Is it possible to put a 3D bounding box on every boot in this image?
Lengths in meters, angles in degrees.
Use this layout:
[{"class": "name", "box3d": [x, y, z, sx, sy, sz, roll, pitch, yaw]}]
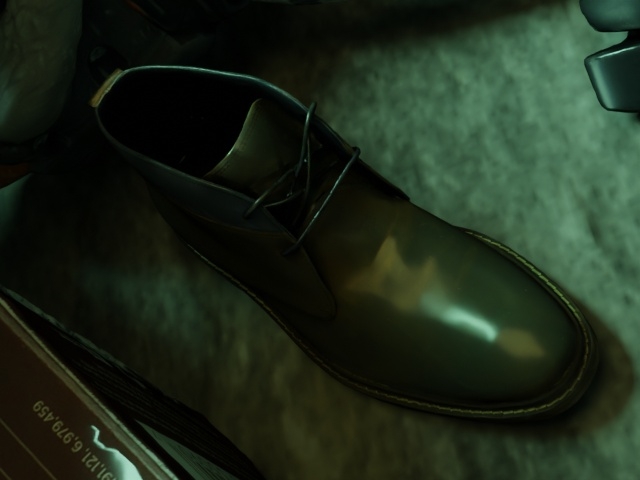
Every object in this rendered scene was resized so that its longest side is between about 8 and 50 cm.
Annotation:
[{"class": "boot", "box3d": [0.000, 0.000, 0.610, 0.219, 0.106, 0.082, 25, 79, 36]}]

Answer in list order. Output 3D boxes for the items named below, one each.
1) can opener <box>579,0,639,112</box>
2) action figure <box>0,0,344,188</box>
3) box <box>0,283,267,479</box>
[{"class": "can opener", "box3d": [0.188, -0.105, 0.603, 0.186, 0.073, 0.059, -15, 20, 18]}, {"class": "action figure", "box3d": [-0.090, -0.110, 0.651, 0.330, 0.341, 0.178, -31, 96, 20]}, {"class": "box", "box3d": [-0.101, 0.154, 0.548, 0.203, 0.168, 0.167, -49, 54, -3]}]
